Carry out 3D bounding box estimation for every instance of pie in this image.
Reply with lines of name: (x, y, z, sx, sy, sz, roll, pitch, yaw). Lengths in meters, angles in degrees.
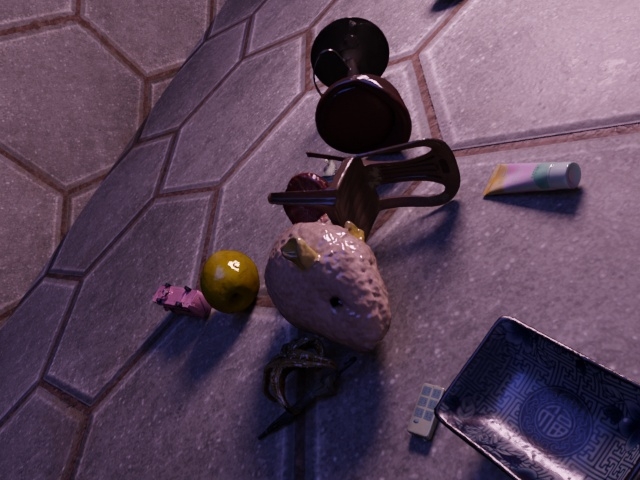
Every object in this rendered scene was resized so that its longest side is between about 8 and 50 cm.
pie: (-0.030, -0.095, 1.265, 0.155, 0.154, 0.036, -19, 5, 34)

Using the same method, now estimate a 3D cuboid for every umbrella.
umbrella: (-0.021, 0.302, 0.967, 0.269, 0.044, 0.044, -45, 61, 19)

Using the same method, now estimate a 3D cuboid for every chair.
chair: (0.093, -0.090, 1.037, 0.327, 0.175, 0.183, 3, 51, 36)
chair: (0.092, -0.382, 1.312, 0.227, 0.226, 0.400, -30, 40, 23)

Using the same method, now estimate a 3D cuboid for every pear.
pear: (-0.222, 0.098, 1.257, 0.149, 0.149, 0.162, -41, 36, 10)

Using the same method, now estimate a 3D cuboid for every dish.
dish: (0.294, 0.229, 0.663, 0.182, 0.080, 0.243, -52, 38, -6)

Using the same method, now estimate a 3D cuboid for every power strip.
power strip: (0.168, 0.268, 0.808, 0.040, 0.016, 0.090, 2, 58, 46)

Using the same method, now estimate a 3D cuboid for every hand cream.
hand cream: (0.377, -0.113, 0.932, 0.174, 0.047, 0.076, 7, 63, 58)

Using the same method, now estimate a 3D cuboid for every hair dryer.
hair dryer: (0.059, -0.176, 1.321, 0.167, 0.067, 0.199, -6, 38, 31)

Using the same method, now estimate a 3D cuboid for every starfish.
starfish: (-0.045, 0.246, 0.960, 0.146, 0.074, 0.190, -53, 15, -31)

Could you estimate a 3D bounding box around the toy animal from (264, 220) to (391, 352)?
toy animal: (0.002, 0.071, 0.986, 0.188, 0.226, 0.358, -22, 15, -33)

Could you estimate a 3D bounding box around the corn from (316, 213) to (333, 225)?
corn: (0.000, 0.000, 1.186, 0.237, 0.079, 0.079, -47, 36, -4)

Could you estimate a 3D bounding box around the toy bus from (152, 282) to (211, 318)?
toy bus: (-0.376, 0.166, 1.397, 0.203, 0.090, 0.063, 1, 57, 45)
